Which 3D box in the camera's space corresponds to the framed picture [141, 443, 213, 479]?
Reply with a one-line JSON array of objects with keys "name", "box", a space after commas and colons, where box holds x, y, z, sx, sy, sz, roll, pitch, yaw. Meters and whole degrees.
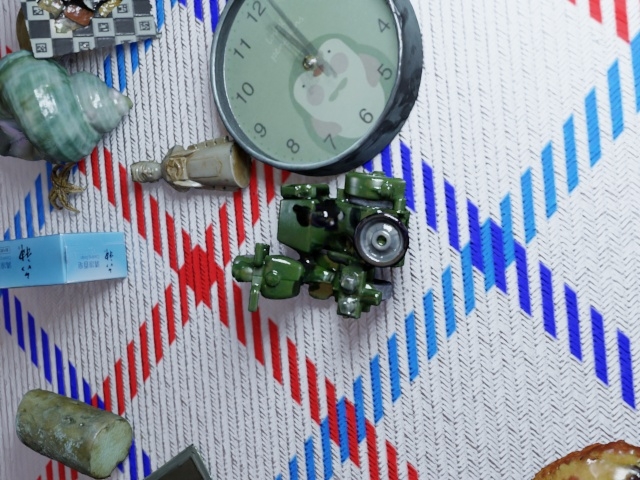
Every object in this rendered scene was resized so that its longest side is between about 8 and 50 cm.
[{"name": "framed picture", "box": [-0.203, 0.475, 1.404, 0.197, 0.014, 0.252, -39, 74, 24]}]

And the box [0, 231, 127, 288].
[{"name": "box", "box": [-0.450, 0.034, 1.450, 0.232, 0.143, 0.083, -7, 89, 28]}]

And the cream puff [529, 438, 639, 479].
[{"name": "cream puff", "box": [0.347, 0.344, 1.016, 0.240, 0.164, 0.240, -6, 80, 41]}]

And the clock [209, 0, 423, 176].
[{"name": "clock", "box": [-0.014, -0.249, 1.245, 0.319, 0.066, 0.318, 1, 92, 30]}]

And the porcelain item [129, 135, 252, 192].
[{"name": "porcelain item", "box": [-0.208, -0.111, 1.362, 0.213, 0.054, 0.084, -2, 98, 29]}]

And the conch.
[{"name": "conch", "box": [-0.437, -0.204, 1.425, 0.277, 0.220, 0.195, -10, 47, 7]}]

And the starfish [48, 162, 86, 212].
[{"name": "starfish", "box": [-0.430, -0.086, 1.500, 0.078, 0.028, 0.091, -27, 84, 25]}]

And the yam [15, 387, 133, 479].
[{"name": "yam", "box": [-0.413, 0.313, 1.461, 0.194, 0.107, 0.107, 13, 98, 28]}]

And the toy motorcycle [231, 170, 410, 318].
[{"name": "toy motorcycle", "box": [0.000, 0.000, 1.212, 0.275, 0.127, 0.205, 10, 100, 25]}]

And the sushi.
[{"name": "sushi", "box": [-0.363, -0.357, 1.402, 0.201, 0.031, 0.139, -14, 78, -17]}]

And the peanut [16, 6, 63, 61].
[{"name": "peanut", "box": [-0.435, -0.388, 1.452, 0.090, 0.099, 0.214, 36, 106, 35]}]
